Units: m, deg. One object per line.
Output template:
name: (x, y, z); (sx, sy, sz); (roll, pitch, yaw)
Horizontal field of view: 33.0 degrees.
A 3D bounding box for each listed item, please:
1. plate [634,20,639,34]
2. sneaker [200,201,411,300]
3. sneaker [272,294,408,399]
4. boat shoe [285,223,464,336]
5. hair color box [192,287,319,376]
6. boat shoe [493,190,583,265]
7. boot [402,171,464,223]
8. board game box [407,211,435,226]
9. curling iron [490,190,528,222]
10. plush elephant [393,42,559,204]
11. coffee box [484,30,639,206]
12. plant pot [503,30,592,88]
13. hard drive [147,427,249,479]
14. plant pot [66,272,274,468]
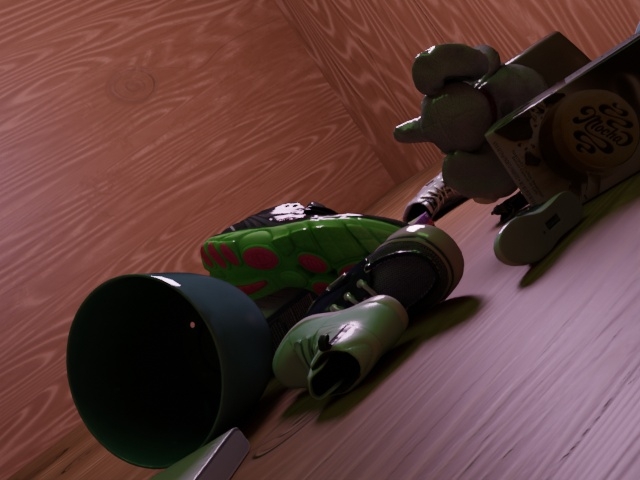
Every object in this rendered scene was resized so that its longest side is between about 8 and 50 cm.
plate: (0.611, -0.325, 2.020); (0.024, 0.188, 0.188); (2, 5, 1)
sneaker: (0.000, 0.000, 1.897); (0.482, 0.185, 0.202); (2, 36, 38)
sneaker: (-0.008, 0.167, 1.484); (0.256, 0.094, 0.151); (-32, 7, 42)
boat shoe: (0.071, 0.101, 1.582); (0.158, 0.127, 0.340); (-44, 1, -34)
hair color box: (-0.067, 0.132, 2.036); (0.347, 0.105, 0.174); (-37, 24, -33)
boat shoe: (0.279, -0.005, 1.470); (0.183, 0.065, 0.083); (-28, -2, -39)
boot: (0.293, -0.108, 2.550); (0.123, 0.095, 0.258); (-44, 1, -37)
board game box: (0.083, 0.063, 2.406); (0.346, 0.056, 0.208); (-32, 8, 28)
curling iron: (0.409, -0.110, 1.846); (0.274, 0.035, 0.068); (-34, 0, 18)
plush elephant: (0.248, -0.200, 1.811); (0.255, 0.272, 0.330); (-8, -3, -28)
coffee box: (0.417, -0.175, 1.601); (0.297, 0.168, 0.119); (-33, 4, 22)
plant pot: (0.433, -0.250, 1.973); (0.263, 0.229, 0.263); (-33, 4, 2)
hard drive: (-0.248, 0.367, 1.416); (0.307, 0.040, 0.203); (-34, 4, 18)
plant pot: (-0.210, 0.184, 1.699); (0.293, 0.293, 0.235); (-32, -10, 27)
